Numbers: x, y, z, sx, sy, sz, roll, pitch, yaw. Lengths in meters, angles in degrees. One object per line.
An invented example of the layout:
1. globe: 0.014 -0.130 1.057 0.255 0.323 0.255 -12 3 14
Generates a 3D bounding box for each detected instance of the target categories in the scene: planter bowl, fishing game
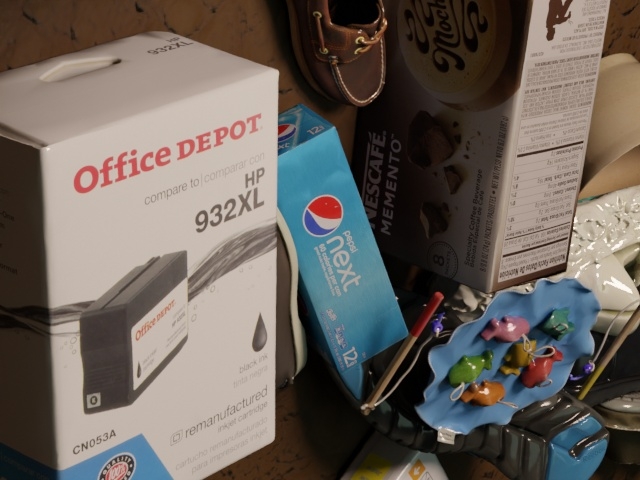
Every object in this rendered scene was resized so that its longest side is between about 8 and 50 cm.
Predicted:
1. planter bowl: 0.287 -0.110 1.766 0.162 0.109 0.162 -24 159 -10
2. fishing game: 0.163 0.108 1.569 0.264 0.041 0.189 4 130 -40

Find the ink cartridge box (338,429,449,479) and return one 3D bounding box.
1. ink cartridge box: 0.042 0.377 1.763 0.307 0.072 0.303 -50 140 -20

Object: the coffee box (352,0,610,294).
1. coffee box: 0.132 -0.124 1.550 0.119 0.168 0.297 -14 118 -46

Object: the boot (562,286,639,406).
1. boot: 0.329 0.052 1.930 0.246 0.094 0.207 -16 123 -39

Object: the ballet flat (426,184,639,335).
1. ballet flat: 0.305 0.012 1.734 0.409 0.147 0.147 -21 125 -17

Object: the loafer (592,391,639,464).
1. loafer: 0.353 0.211 2.036 0.251 0.094 0.087 23 91 -56

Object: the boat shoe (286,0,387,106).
1. boat shoe: 0.015 -0.182 1.459 0.073 0.073 0.207 -51 140 -24

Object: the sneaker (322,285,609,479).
1. sneaker: 0.109 0.133 1.694 0.341 0.140 0.125 34 89 -33

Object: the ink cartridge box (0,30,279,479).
1. ink cartridge box: -0.147 0.030 1.312 0.223 0.129 0.307 -23 124 -43

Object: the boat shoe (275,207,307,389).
1. boat shoe: -0.064 0.042 1.458 0.068 0.081 0.227 -45 139 -33

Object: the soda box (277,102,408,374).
1. soda box: 0.000 0.000 1.489 0.071 0.067 0.210 -29 122 -14
